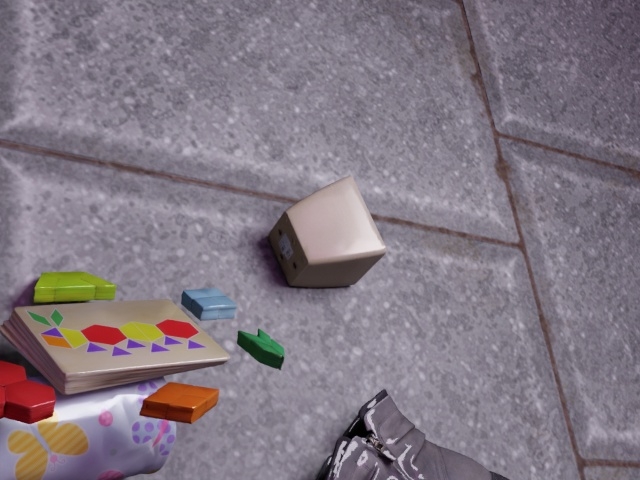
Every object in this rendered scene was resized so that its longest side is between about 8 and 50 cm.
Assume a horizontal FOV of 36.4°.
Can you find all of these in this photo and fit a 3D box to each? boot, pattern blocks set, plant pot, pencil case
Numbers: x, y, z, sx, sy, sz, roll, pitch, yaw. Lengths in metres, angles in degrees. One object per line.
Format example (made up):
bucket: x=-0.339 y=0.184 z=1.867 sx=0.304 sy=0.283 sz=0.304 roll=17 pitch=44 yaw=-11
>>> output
boot: x=0.074 y=0.339 z=1.044 sx=0.223 sy=0.118 sz=0.338 roll=33 pitch=41 yaw=-5
pattern blocks set: x=-0.197 y=0.097 z=0.926 sx=0.325 sy=0.026 sz=0.285 roll=2 pitch=21 yaw=-30
plant pot: x=0.000 y=0.000 z=1.197 sx=0.096 sy=0.109 sz=0.109 roll=-16 pitch=72 yaw=-28
pencil case: x=-0.270 y=0.175 z=0.879 sx=0.273 sy=0.124 sz=0.113 roll=-2 pitch=92 yaw=-35
